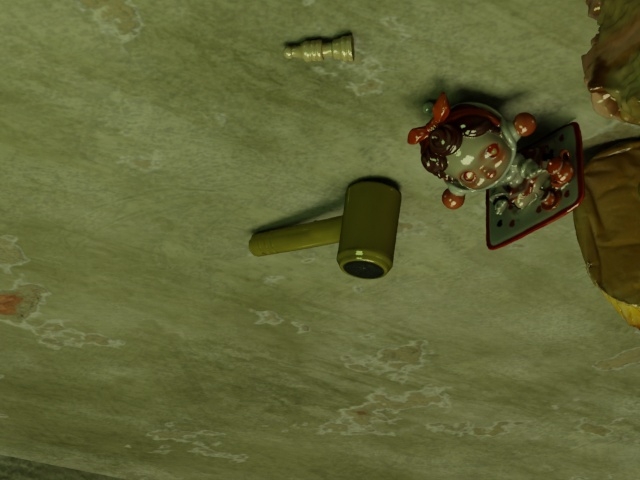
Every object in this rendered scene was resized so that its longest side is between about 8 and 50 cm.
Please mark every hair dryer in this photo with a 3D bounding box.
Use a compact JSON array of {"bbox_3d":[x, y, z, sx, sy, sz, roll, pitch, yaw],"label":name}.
[{"bbox_3d":[0.000,0.000,1.985,0.279,0.134,0.090,-10,150,36],"label":"hair dryer"}]

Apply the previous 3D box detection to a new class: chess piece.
[{"bbox_3d":[-0.003,-0.249,1.628,0.092,0.035,0.035,-2,151,9],"label":"chess piece"}]

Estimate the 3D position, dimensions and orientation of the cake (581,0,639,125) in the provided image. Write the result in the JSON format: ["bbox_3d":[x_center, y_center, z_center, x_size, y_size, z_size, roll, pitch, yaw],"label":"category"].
[{"bbox_3d":[0.470,-0.252,1.371,0.314,0.306,0.293,12,151,-22],"label":"cake"}]

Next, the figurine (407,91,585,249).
[{"bbox_3d":[0.228,-0.126,1.755,0.226,0.160,0.183,30,138,-31],"label":"figurine"}]

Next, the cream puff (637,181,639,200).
[{"bbox_3d":[0.423,-0.040,1.172,0.282,0.281,0.185,-19,147,28],"label":"cream puff"}]

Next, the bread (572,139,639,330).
[{"bbox_3d":[0.485,0.005,1.832,0.204,0.288,0.156,-21,145,9],"label":"bread"}]
